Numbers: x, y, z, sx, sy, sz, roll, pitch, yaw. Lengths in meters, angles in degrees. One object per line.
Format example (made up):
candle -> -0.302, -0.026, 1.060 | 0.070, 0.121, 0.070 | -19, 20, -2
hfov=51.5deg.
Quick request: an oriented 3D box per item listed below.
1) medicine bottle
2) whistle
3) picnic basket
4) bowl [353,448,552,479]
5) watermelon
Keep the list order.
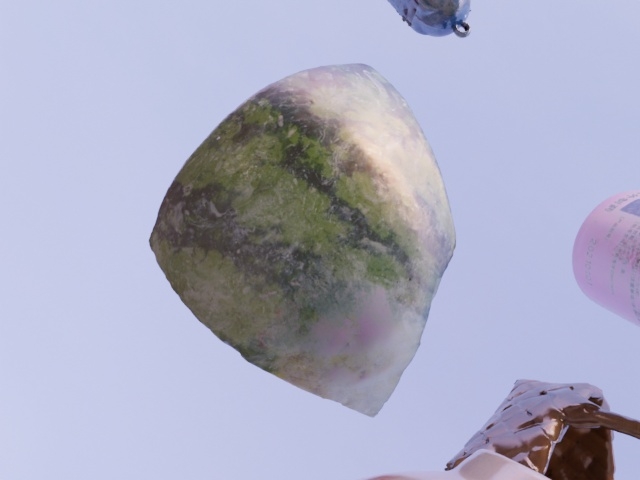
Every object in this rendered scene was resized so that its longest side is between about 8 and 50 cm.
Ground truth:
medicine bottle -> 0.464, 0.046, 0.814 | 0.178, 0.291, 0.178 | -3, -76, -12
whistle -> 0.148, -0.330, 0.896 | 0.090, 0.090, 0.158 | -41, -106, 18
picnic basket -> 0.372, 0.346, 0.881 | 0.337, 0.337, 0.293 | -7, -76, 25
bowl -> 0.104, 0.210, 0.328 | 0.345, 0.345, 0.157 | 28, -103, 23
watermelon -> 0.000, 0.000, 0.572 | 0.256, 0.176, 0.260 | -30, -122, -4
